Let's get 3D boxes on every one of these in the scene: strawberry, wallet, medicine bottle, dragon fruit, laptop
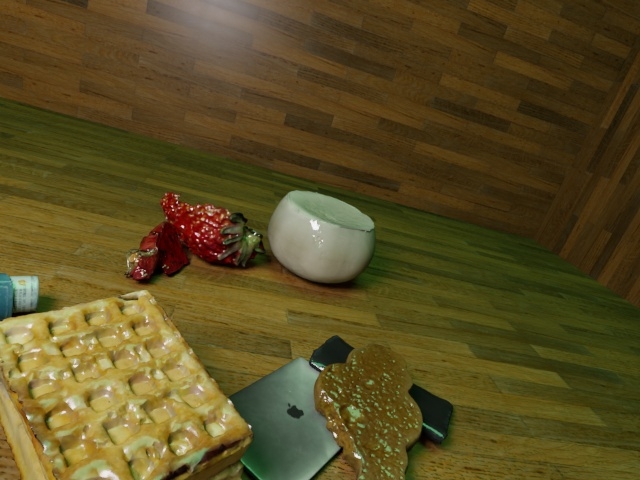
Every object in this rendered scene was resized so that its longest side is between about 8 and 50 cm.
[{"bbox_3d":[-0.309,-0.015,1.125,0.306,0.138,0.233,14,-16,29],"label":"strawberry"},{"bbox_3d":[0.118,0.281,0.824,0.285,0.030,0.146,25,16,21],"label":"wallet"},{"bbox_3d":[-0.587,0.095,0.647,0.258,0.079,0.124,2,21,-40],"label":"medicine bottle"},{"bbox_3d":[-0.397,0.049,0.990,0.092,0.123,0.192,-21,23,9],"label":"dragon fruit"},{"bbox_3d":[-0.044,0.289,0.696,0.187,0.015,0.269,29,22,28],"label":"laptop"}]

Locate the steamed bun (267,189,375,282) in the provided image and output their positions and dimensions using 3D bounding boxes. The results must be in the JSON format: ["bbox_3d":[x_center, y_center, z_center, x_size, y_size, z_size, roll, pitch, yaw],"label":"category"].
[{"bbox_3d":[0.000,0.000,1.216,0.323,0.207,0.324,18,21,-7],"label":"steamed bun"}]

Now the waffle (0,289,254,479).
[{"bbox_3d":[-0.249,0.197,0.509,0.308,0.091,0.212,36,30,33],"label":"waffle"}]

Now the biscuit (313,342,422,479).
[{"bbox_3d":[0.081,0.293,0.685,0.183,0.047,0.320,8,31,-9],"label":"biscuit"}]
